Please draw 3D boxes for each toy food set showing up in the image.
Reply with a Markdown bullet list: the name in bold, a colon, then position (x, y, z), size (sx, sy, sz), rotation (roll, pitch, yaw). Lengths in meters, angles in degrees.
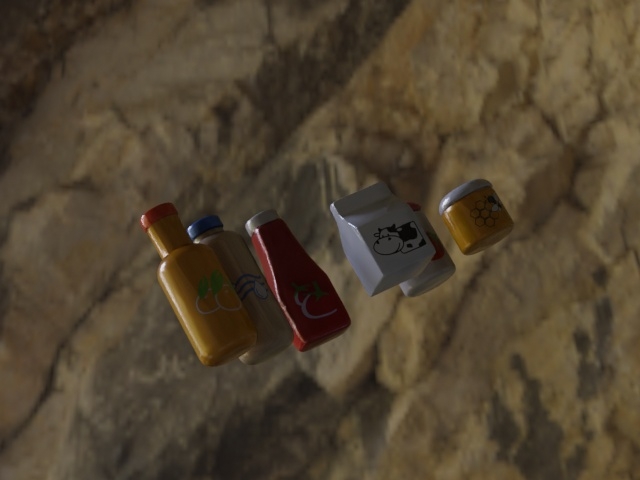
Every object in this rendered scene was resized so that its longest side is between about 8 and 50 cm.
- **toy food set**: position (0.000, 0.000, 1.148), size (0.232, 0.104, 0.111), rotation (-24, -15, -19)
